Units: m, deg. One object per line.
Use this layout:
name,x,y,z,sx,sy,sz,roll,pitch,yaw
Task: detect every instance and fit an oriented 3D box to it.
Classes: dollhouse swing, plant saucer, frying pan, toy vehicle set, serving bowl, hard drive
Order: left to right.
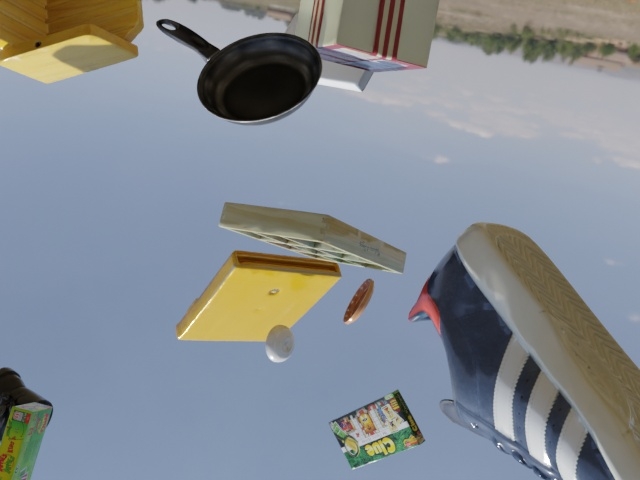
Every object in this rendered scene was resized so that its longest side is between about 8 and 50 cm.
dollhouse swing,-0.577,-0.557,1.262,0.315,0.347,0.305,-13,162,10
frying pan,-0.152,-0.259,0.994,0.326,0.053,0.197,11,-121,19
serving bowl,-0.084,0.229,1.397,0.027,0.083,0.083,2,-170,39
toy vehicle set,0.000,0.000,0.923,0.166,0.035,0.267,8,173,31
hard drive,0.020,-0.501,1.658,0.307,0.203,0.040,19,163,32
plant saucer,0.064,0.100,1.022,0.013,0.083,0.083,31,-161,-5

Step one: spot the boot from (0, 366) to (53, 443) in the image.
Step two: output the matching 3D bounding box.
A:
boot,-0.731,0.420,1.402,0.207,0.094,0.246,23,-116,40

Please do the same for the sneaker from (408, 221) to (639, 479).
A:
sneaker,0.193,0.154,0.524,0.131,0.148,0.350,8,-137,-41

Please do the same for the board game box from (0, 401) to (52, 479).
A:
board game box,-0.599,0.421,1.254,0.043,0.181,0.092,14,171,3

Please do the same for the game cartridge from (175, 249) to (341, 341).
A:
game cartridge,-0.150,0.142,1.486,0.285,0.324,0.053,8,-129,-36

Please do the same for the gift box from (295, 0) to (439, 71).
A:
gift box,0.116,-0.496,1.289,0.255,0.258,0.276,5,-172,-31

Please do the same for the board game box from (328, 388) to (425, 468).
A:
board game box,0.134,0.474,1.568,0.030,0.259,0.136,-19,-105,-47
